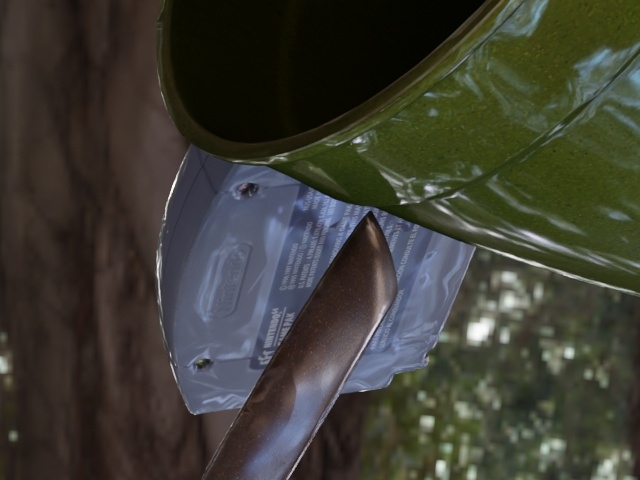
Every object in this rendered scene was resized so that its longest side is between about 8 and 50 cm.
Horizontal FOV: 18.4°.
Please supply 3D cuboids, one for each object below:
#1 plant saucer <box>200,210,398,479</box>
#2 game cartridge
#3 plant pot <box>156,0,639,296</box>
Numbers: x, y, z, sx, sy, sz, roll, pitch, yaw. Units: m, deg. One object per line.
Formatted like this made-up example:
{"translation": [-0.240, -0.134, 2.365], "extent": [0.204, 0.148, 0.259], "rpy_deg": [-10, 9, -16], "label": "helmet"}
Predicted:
{"translation": [-0.011, 0.078, 1.001], "extent": [0.036, 0.198, 0.198], "rpy_deg": [30, -152, 3], "label": "plant saucer"}
{"translation": [0.000, 0.000, 1.211], "extent": [0.196, 0.294, 0.060], "rpy_deg": [-10, -125, -21], "label": "game cartridge"}
{"translation": [0.169, -0.123, 0.967], "extent": [0.353, 0.366, 0.366], "rpy_deg": [30, -169, -30], "label": "plant pot"}
